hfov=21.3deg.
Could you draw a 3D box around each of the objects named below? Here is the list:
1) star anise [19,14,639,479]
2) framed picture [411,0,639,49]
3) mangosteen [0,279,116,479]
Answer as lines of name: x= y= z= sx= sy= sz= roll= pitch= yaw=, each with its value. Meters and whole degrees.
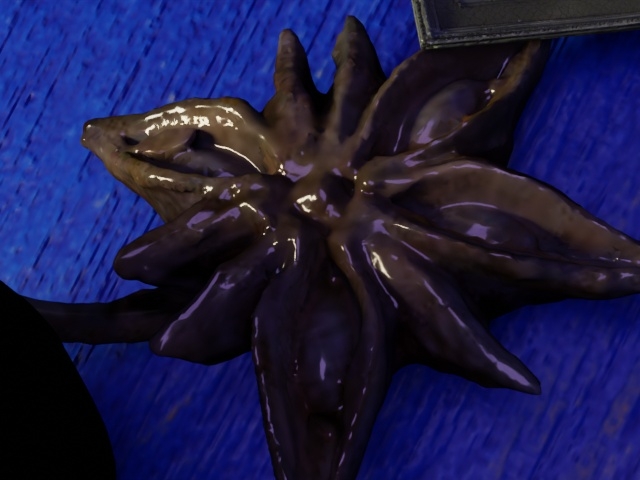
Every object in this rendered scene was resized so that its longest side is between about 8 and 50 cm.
star anise: x=0.001 y=0.000 z=0.887 sx=0.349 sy=0.109 sz=0.292 roll=-37 pitch=51 yaw=-11
framed picture: x=0.117 y=-0.211 z=0.925 sx=0.173 sy=0.010 sz=0.231 roll=-7 pitch=67 yaw=-8
mangosteen: x=-0.232 y=0.140 z=0.785 sx=0.297 sy=0.297 sz=0.313 roll=-16 pitch=117 yaw=7
